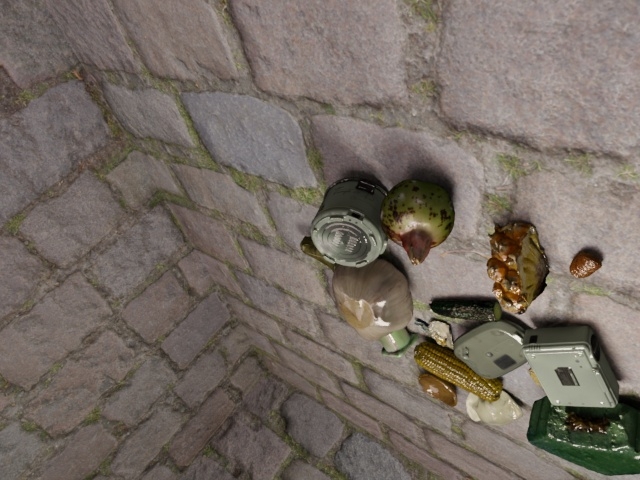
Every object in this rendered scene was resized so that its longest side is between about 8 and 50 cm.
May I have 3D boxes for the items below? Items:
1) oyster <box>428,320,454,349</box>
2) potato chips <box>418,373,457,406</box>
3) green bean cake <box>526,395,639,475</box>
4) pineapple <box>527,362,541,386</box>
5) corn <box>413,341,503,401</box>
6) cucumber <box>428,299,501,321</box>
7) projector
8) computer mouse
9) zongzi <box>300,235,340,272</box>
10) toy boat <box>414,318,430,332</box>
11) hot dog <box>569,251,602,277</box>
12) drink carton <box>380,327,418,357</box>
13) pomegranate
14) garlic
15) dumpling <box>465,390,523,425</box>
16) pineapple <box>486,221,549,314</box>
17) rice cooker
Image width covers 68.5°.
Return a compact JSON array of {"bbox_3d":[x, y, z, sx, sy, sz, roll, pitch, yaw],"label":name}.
[{"bbox_3d":[0.470,0.361,1.786,0.146,0.045,0.121,44,156,11],"label":"oyster"},{"bbox_3d":[0.534,0.659,2.111,0.195,0.062,0.208,39,154,17],"label":"potato chips"},{"bbox_3d":[0.854,0.594,1.463,0.301,0.169,0.307,25,151,2],"label":"green bean cake"},{"bbox_3d":[0.775,0.450,1.529,0.221,0.047,0.221,30,150,19],"label":"pineapple"},{"bbox_3d":[0.533,0.508,1.843,0.364,0.120,0.120,26,148,24],"label":"corn"},{"bbox_3d":[0.471,0.233,1.586,0.067,0.067,0.294,52,151,-19],"label":"cucumber"},{"bbox_3d":[0.729,0.374,1.371,0.192,0.099,0.256,-16,115,42],"label":"projector"},{"bbox_3d":[0.588,0.361,1.593,0.197,0.095,0.330,38,143,3],"label":"computer mouse"},{"bbox_3d":[-0.002,-0.002,1.818,0.205,0.094,0.204,28,145,25],"label":"zongzi"},{"bbox_3d":[0.406,0.342,1.850,0.083,0.038,0.038,30,150,23],"label":"toy boat"},{"bbox_3d":[0.648,0.060,1.147,0.058,0.035,0.083,34,151,14],"label":"hot dog"},{"bbox_3d":[0.294,0.381,1.950,0.144,0.146,0.142,-13,113,56],"label":"drink carton"},{"bbox_3d":[0.264,-0.039,1.273,0.215,0.247,0.214,4,146,2],"label":"pomegranate"},{"bbox_3d":[0.190,0.194,1.697,0.318,0.259,0.317,13,115,30],"label":"garlic"},{"bbox_3d":[0.688,0.653,1.872,0.166,0.126,0.216,69,161,5],"label":"dumpling"},{"bbox_3d":[0.514,0.072,1.223,0.115,0.186,0.236,-4,84,58],"label":"pineapple"},{"bbox_3d":[0.104,-0.060,1.462,0.242,0.226,0.280,20,135,6],"label":"rice cooker"}]
